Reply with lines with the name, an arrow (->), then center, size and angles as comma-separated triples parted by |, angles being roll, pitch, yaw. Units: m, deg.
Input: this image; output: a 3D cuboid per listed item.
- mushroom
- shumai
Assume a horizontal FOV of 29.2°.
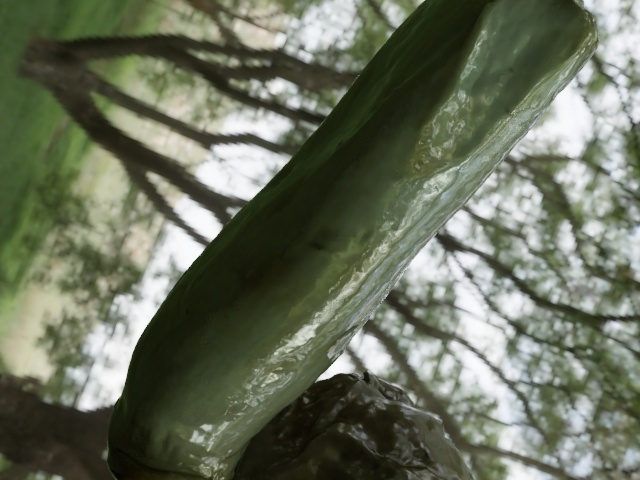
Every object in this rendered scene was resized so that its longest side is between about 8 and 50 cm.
mushroom -> 0.000, 0.000, 0.549 | 0.312, 0.081, 0.100 | -51, -161, 24
shumai -> 0.049, 0.186, 0.710 | 0.166, 0.206, 0.175 | -41, -154, -19
